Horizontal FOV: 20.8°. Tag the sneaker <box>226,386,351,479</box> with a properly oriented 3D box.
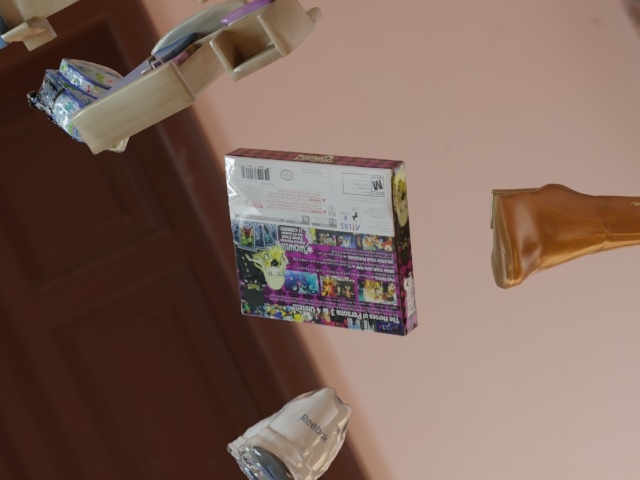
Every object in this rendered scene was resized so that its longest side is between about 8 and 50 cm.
[{"bbox_3d":[-0.023,0.232,1.952,0.129,0.111,0.297,-44,1,-12],"label":"sneaker"}]

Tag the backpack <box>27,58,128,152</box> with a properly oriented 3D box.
[{"bbox_3d":[-0.274,-0.163,2.085,0.105,0.114,0.084,10,-63,-44],"label":"backpack"}]

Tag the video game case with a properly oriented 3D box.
[{"bbox_3d":[0.000,0.000,2.075,0.232,0.210,0.042,6,22,30],"label":"video game case"}]

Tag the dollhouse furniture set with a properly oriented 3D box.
[{"bbox_3d":[-0.182,-0.293,1.747,0.286,0.303,0.198,-24,16,31],"label":"dollhouse furniture set"}]

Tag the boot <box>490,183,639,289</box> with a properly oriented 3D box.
[{"bbox_3d":[0.321,-0.012,2.193,0.211,0.104,0.295,2,18,5],"label":"boot"}]
